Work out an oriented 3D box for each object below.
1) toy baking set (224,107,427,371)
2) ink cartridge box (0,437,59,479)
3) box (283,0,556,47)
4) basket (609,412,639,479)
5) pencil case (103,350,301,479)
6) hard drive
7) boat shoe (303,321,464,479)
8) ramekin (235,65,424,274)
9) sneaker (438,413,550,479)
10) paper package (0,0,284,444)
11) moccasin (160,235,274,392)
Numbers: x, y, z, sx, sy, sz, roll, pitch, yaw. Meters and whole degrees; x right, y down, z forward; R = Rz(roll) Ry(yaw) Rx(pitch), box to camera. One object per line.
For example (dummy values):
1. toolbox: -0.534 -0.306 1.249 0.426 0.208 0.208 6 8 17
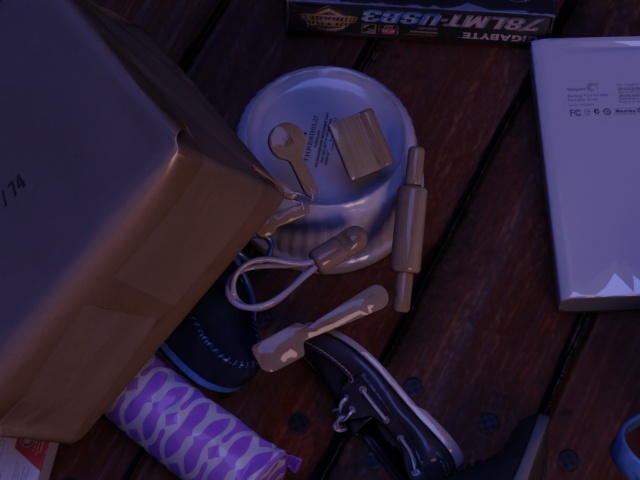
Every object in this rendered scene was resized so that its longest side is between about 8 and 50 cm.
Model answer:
1. toy baking set: 0.007 -0.001 1.642 0.196 0.030 0.256 3 85 -14
2. ink cartridge box: -0.326 0.212 1.623 0.135 0.056 0.099 11 63 4
3. box: 0.112 -0.359 1.911 0.295 0.073 0.293 2 64 0
4. basket: 0.425 0.209 1.537 0.255 0.201 0.289 44 39 20
5. pencil case: -0.125 0.177 1.633 0.206 0.086 0.088 39 45 16
6. hard drive: 0.332 -0.075 1.787 0.203 0.040 0.308 -2 63 -2
7. boat shoe: 0.043 0.162 1.645 0.206 0.075 0.065 43 67 14
8. ramekin: 0.005 -0.081 1.748 0.207 0.109 0.207 0 63 -1
9. sneaker: 0.139 0.228 1.588 0.118 0.083 0.222 7 33 21
10. paper package: -0.249 -0.033 1.589 0.325 0.168 0.309 -49 55 12
11. moccasin: -0.138 -0.017 1.682 0.117 0.137 0.342 -40 64 27
